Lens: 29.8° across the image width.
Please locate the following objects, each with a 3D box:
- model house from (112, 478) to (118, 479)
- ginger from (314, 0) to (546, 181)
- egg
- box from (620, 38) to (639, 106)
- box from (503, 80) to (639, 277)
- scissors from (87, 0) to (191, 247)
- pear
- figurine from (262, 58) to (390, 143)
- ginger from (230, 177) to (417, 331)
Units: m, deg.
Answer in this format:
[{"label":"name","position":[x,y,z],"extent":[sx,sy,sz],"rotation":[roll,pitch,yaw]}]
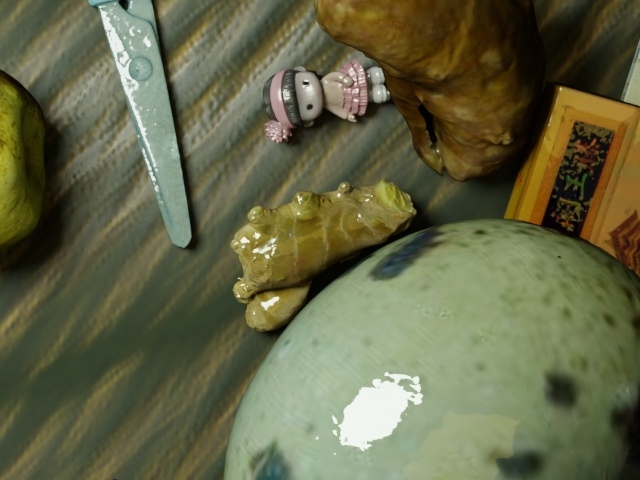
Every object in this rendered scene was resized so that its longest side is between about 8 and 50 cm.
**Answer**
[{"label":"model house","position":[-0.135,0.308,1.137],"extent":[0.203,0.164,0.141],"rotation":[15,84,-1]},{"label":"ginger","position":[0.111,-0.188,1.101],"extent":[0.165,0.321,0.172],"rotation":[31,81,42]},{"label":"egg","position":[0.119,0.166,1.047],"extent":[0.428,0.345,0.345],"rotation":[-27,91,-23]},{"label":"box","position":[0.354,-0.147,1.226],"extent":[0.090,0.024,0.167],"rotation":[17,91,-3]},{"label":"box","position":[0.331,-0.037,1.185],"extent":[0.274,0.076,0.174],"rotation":[15,101,-3]},{"label":"scissors","position":[-0.189,-0.210,1.198],"extent":[0.192,0.029,0.447],"rotation":[-13,90,-2]},{"label":"pear","position":[-0.353,-0.074,1.114],"extent":[0.197,0.197,0.197],"rotation":[0,90,-3]},{"label":"figurine","position":[0.004,-0.141,1.200],"extent":[0.129,0.054,0.072],"rotation":[-10,105,-10]},{"label":"ginger","position":[-0.012,-0.005,1.180],"extent":[0.205,0.081,0.115],"rotation":[-40,97,-1]}]
